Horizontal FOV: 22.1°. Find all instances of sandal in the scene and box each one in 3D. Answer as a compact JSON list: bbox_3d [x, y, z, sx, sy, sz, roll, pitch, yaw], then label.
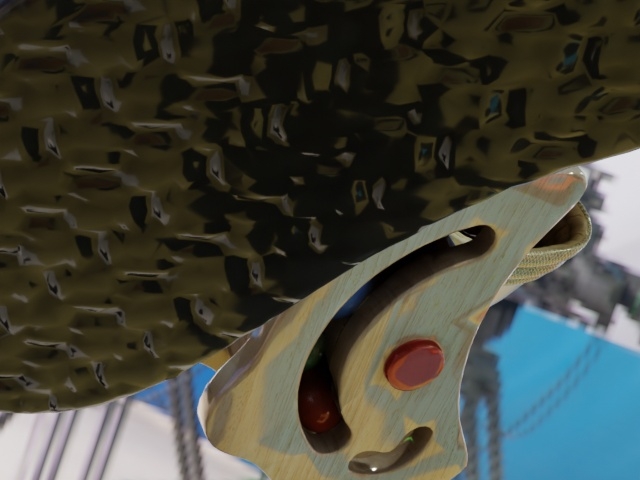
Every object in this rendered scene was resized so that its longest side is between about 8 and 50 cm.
[{"bbox_3d":[0.031,-0.090,0.396,0.446,0.107,0.167,-24,-50,29],"label":"sandal"}]

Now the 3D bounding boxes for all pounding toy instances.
[{"bbox_3d":[0.027,0.066,0.734,0.154,0.269,0.155,17,31,-36],"label":"pounding toy"}]

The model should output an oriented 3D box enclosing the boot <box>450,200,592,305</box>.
[{"bbox_3d":[0.000,0.000,0.940,0.262,0.095,0.203,17,-32,-20],"label":"boot"}]
